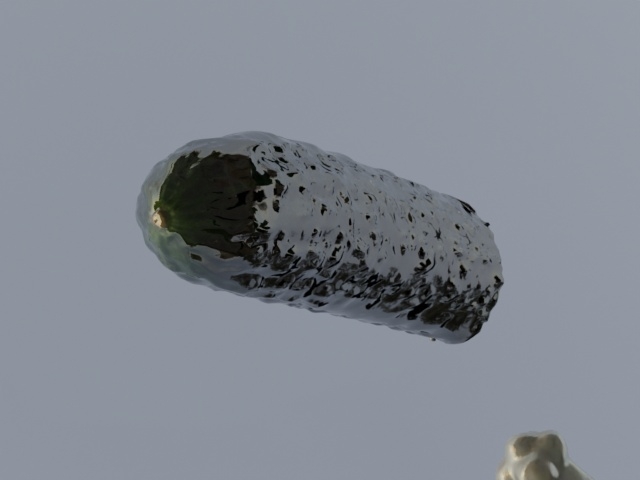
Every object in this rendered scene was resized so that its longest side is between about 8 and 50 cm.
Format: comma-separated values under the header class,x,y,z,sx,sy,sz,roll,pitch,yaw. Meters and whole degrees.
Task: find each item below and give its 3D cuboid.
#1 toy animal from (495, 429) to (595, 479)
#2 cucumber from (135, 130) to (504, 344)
class,x,y,z,sx,sy,sz,roll,pitch,yaw
toy animal,0.287,0.268,1.229,0.181,0.180,0.363,-27,-90,16
cucumber,0.000,0.000,0.525,0.052,0.214,0.058,-38,-110,17
